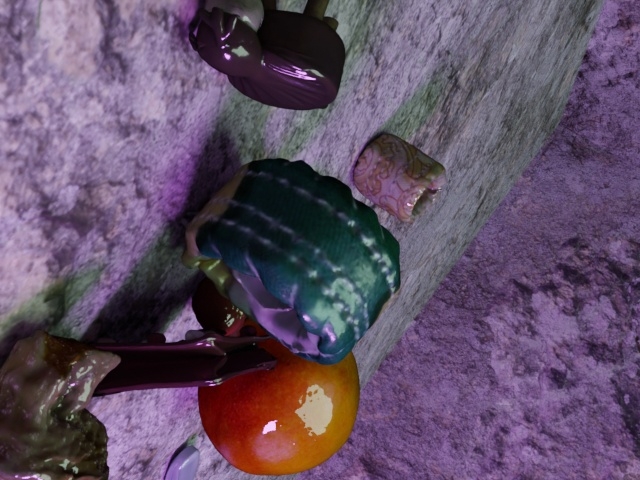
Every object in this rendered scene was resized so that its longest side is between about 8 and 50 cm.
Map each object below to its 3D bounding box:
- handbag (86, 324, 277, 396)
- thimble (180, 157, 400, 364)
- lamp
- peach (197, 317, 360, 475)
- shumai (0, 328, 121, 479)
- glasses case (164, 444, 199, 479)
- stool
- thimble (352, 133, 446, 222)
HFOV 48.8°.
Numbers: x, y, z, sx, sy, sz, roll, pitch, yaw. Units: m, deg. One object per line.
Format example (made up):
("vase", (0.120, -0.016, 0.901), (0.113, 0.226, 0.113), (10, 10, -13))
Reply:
("handbag", (-0.185, 0.157, 0.957), (0.216, 0.203, 0.074), (9, 75, -72))
("thimble", (-0.042, 0.022, 0.914), (0.167, 0.288, 0.254), (-50, 147, -20))
("lamp", (-0.153, 0.097, 1.085), (0.101, 0.090, 0.101), (-9, 90, -70))
("peach", (-0.077, 0.276, 1.303), (0.308, 0.307, 0.332), (-48, 145, -21))
("shumai", (-0.313, 0.189, 0.794), (0.206, 0.166, 0.176), (80, 20, -81))
("glasses case", (-0.298, 0.503, 1.504), (0.067, 0.045, 0.179), (-35, 153, -47))
("stool", (-0.053, -0.216, 0.758), (0.217, 0.125, 0.121), (20, 76, -47))
("thimble", (0.161, -0.124, 1.398), (0.190, 0.143, 0.137), (-16, 138, -62))
